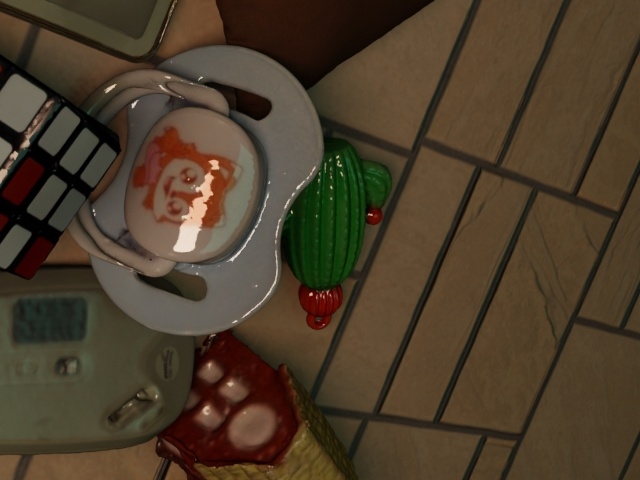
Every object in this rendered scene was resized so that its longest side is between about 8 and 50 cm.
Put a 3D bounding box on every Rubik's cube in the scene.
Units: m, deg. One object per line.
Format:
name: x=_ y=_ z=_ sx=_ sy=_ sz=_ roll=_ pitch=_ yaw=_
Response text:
Rubik's cube: x=-0.298 y=-0.081 z=1.103 sx=0.163 sy=0.160 sz=0.162 roll=-56 pitch=165 yaw=-5

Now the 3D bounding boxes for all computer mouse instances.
computer mouse: x=-0.276 y=0.122 z=1.306 sx=0.331 sy=0.095 sz=0.197 roll=4 pitch=88 yaw=-36

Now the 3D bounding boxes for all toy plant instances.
toy plant: x=-0.009 y=-0.007 z=1.487 sx=0.154 sy=0.088 sz=0.240 roll=15 pitch=111 yaw=-32

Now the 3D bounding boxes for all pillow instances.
pillow: x=0.000 y=-0.304 z=1.313 sx=0.305 sy=0.108 sz=0.308 roll=-38 pitch=140 yaw=-21

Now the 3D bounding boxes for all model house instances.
model house: x=-0.060 y=0.242 z=1.445 sx=0.160 sy=0.254 sz=0.196 roll=-48 pitch=135 yaw=-18

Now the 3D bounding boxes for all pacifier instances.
pacifier: x=-0.123 y=-0.052 z=1.317 sx=0.233 sy=0.244 sz=0.299 roll=23 pitch=87 yaw=-76

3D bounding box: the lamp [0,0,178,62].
lamp: x=-0.217 y=-0.324 z=1.171 sx=0.266 sy=0.047 sz=0.269 roll=18 pitch=98 yaw=-44
